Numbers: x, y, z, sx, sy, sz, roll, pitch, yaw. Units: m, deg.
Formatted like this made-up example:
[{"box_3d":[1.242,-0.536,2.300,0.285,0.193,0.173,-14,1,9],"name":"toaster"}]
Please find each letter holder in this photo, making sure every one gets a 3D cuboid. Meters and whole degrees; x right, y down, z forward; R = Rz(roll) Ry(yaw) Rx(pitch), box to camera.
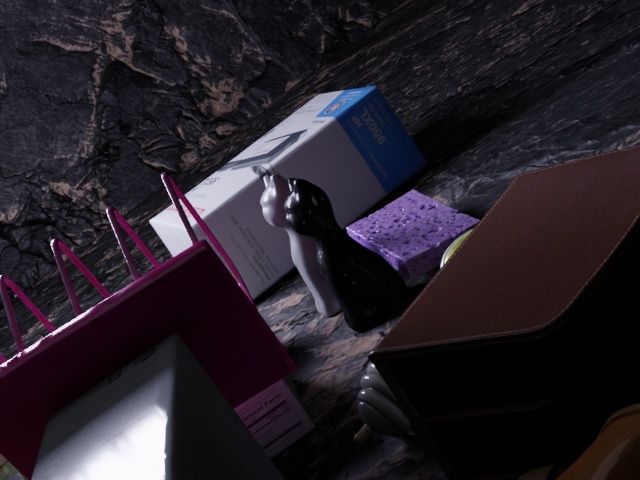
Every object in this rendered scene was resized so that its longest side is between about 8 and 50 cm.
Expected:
[{"box_3d":[0.228,0.057,1.190,0.214,0.152,0.302,-16,23,46],"name":"letter holder"}]

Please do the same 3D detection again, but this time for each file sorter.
[{"box_3d":[-0.217,0.098,1.393,0.290,0.202,0.182,-32,41,1],"name":"file sorter"}]

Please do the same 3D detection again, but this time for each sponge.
[{"box_3d":[0.124,-0.011,1.782,0.117,0.031,0.210,-28,22,-13],"name":"sponge"}]

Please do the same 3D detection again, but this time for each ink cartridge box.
[{"box_3d":[-0.061,-0.077,2.218,0.395,0.166,0.285,-38,15,-14],"name":"ink cartridge box"}]

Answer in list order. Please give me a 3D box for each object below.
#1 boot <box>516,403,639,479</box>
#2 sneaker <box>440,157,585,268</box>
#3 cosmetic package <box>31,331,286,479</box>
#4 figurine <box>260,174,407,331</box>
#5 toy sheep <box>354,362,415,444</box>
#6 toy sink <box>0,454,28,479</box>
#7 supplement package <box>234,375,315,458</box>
[{"box_3d":[0.195,0.204,0.946,0.197,0.073,0.152,-39,8,35],"name":"boot"},{"box_3d":[0.256,0.002,1.478,0.240,0.091,0.126,-36,33,-10],"name":"sneaker"},{"box_3d":[-0.123,0.270,1.112,0.161,0.230,0.453,-34,14,2],"name":"cosmetic package"},{"box_3d":[0.000,0.000,1.746,0.092,0.209,0.215,-37,14,-11],"name":"figurine"},{"box_3d":[0.079,0.155,1.337,0.132,0.091,0.091,-54,20,-17],"name":"toy sheep"},{"box_3d":[-0.439,0.349,1.745,0.234,0.131,0.153,-37,14,7],"name":"toy sink"},{"box_3d":[-0.166,0.209,1.566,0.261,0.145,0.204,-34,15,-2],"name":"supplement package"}]
